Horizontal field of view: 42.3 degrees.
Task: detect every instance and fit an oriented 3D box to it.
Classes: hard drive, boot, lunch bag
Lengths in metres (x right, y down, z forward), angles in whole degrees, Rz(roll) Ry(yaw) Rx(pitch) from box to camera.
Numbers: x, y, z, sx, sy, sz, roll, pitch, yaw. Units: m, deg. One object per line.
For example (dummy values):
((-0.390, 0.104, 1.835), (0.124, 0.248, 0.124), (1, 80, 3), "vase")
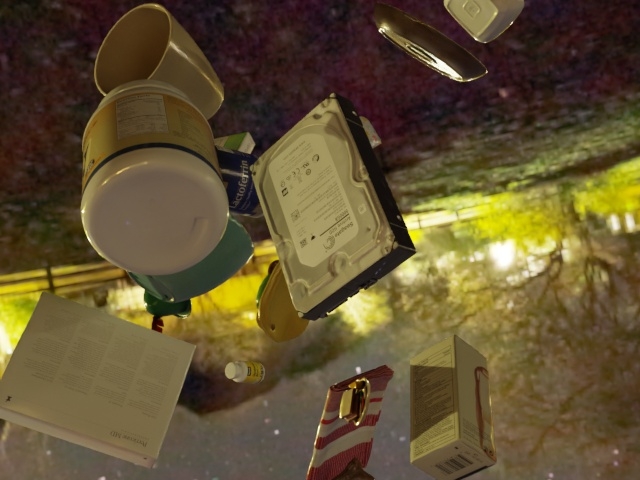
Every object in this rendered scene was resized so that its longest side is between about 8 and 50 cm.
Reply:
((0.009, -0.060, 1.449), (0.237, 0.339, 0.064), (-37, 147, 29), "hard drive")
((0.075, 0.594, 1.975), (0.114, 0.106, 0.037), (-39, 176, -31), "boot")
((0.088, -0.241, 1.896), (0.053, 0.083, 0.071), (-27, -175, 43), "lunch bag")

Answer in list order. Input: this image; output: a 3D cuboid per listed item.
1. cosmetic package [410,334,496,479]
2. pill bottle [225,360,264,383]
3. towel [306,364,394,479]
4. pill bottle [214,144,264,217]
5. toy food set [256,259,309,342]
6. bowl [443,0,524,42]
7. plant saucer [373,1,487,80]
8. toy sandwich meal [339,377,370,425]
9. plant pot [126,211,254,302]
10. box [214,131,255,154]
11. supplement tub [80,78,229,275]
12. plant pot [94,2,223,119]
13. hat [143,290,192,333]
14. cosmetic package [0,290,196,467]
((0.301, 0.387, 1.904), (0.129, 0.296, 0.153), (36, 127, -25), "cosmetic package")
((-0.226, 0.391, 2.455), (0.065, 0.065, 0.116), (-14, 161, 37), "pill bottle")
((0.066, 0.476, 2.025), (0.037, 0.329, 0.237), (26, -157, 34), "towel")
((-0.245, -0.150, 1.991), (0.265, 0.153, 0.153), (11, 164, -35), "pill bottle")
((-0.070, 0.099, 1.652), (0.071, 0.218, 0.128), (-3, 145, 50), "toy food set")
((0.306, -0.457, 1.593), (0.053, 0.142, 0.142), (-41, 177, -32), "bowl")
((0.247, -0.456, 1.943), (0.310, 0.050, 0.310), (32, -172, -5), "plant saucer")
((0.056, 0.258, 1.332), (0.029, 0.085, 0.085), (12, 173, -9), "toy sandwich meal")
((-0.321, 0.024, 1.842), (0.195, 0.290, 0.290), (-57, -161, -25), "plant pot")
((-0.377, -0.216, 2.531), (0.322, 0.058, 0.232), (-8, -139, 29), "box")
((-0.282, -0.117, 1.385), (0.228, 0.228, 0.316), (-11, -143, -7), "supplement tub")
((-0.380, -0.413, 2.092), (0.256, 0.256, 0.274), (-13, 153, 31), "plant pot")
((-0.457, 0.178, 2.177), (0.208, 0.173, 0.183), (12, -144, 44), "hat")
((-0.507, 0.314, 1.870), (0.377, 0.284, 0.097), (21, 144, -8), "cosmetic package")
